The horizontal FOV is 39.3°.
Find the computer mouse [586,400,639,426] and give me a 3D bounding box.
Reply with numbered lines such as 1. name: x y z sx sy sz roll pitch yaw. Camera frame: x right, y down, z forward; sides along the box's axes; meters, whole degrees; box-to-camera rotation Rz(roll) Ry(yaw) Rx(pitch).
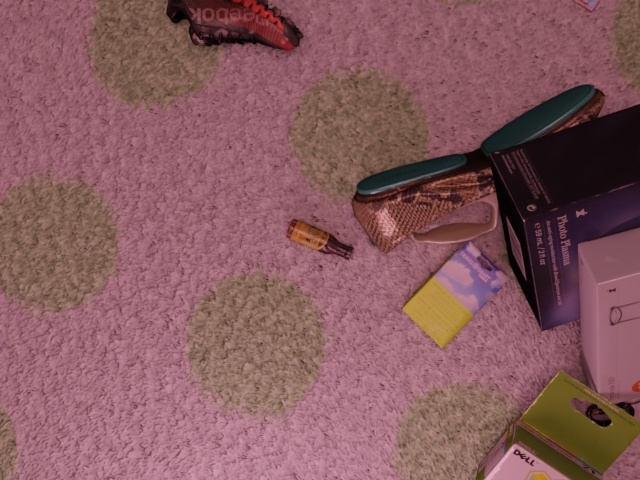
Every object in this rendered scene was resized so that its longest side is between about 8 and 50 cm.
1. computer mouse: 0.603 0.283 1.629 0.242 0.041 0.071 -24 88 4

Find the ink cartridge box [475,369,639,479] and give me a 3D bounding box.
1. ink cartridge box: 0.419 0.384 1.572 0.188 0.097 0.255 33 114 4

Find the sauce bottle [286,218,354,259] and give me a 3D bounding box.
1. sauce bottle: 0.000 0.000 1.681 0.128 0.042 0.042 21 91 4

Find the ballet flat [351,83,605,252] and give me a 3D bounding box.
1. ballet flat: 0.299 -0.108 1.619 0.482 0.164 0.182 -24 109 9

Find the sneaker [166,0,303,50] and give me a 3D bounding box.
1. sneaker: -0.169 -0.406 1.673 0.276 0.097 0.135 28 91 6

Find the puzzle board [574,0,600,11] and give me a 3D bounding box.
1. puzzle board: 0.479 -0.499 1.665 0.128 0.011 0.096 35 92 5

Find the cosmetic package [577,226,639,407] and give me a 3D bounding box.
1. cosmetic package: 0.580 0.115 1.483 0.284 0.377 0.097 -14 48 6

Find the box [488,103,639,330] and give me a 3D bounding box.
1. box: 0.466 -0.038 1.501 0.294 0.296 0.183 -19 45 4

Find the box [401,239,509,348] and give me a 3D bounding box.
1. box: 0.248 0.099 1.658 0.109 0.042 0.178 44 92 3
